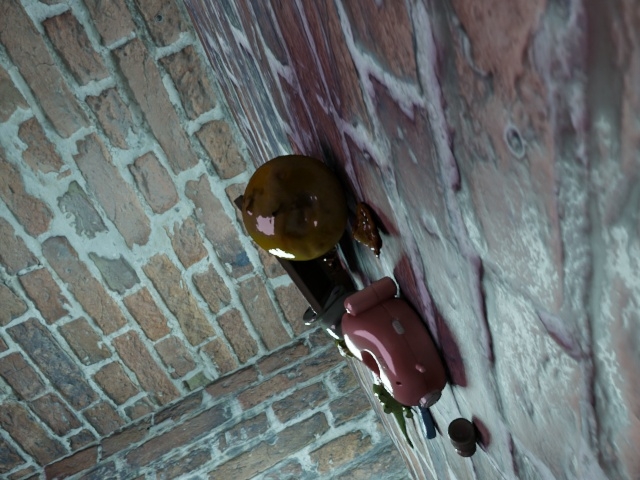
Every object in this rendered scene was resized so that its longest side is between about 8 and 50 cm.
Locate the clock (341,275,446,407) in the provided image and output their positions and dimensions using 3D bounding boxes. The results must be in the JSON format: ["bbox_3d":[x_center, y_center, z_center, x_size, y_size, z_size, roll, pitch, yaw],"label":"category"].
[{"bbox_3d":[0.151,0.232,1.234,0.241,0.142,0.227,55,170,34],"label":"clock"}]

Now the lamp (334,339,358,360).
[{"bbox_3d":[0.110,0.280,1.745,0.156,0.135,0.157,61,175,30],"label":"lamp"}]

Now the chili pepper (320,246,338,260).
[{"bbox_3d":[0.000,0.000,1.835,0.073,0.070,0.123,31,-161,-46],"label":"chili pepper"}]

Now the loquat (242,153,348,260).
[{"bbox_3d":[-0.053,-0.071,1.301,0.243,0.244,0.244,62,174,13],"label":"loquat"}]

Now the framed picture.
[{"bbox_3d":[-0.075,0.019,1.602,0.326,0.028,0.446,55,-173,1],"label":"framed picture"}]

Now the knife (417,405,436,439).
[{"bbox_3d":[0.258,0.416,1.609,0.058,0.032,0.244,-108,-2,-75],"label":"knife"}]

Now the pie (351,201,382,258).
[{"bbox_3d":[0.089,-0.027,1.165,0.191,0.033,0.088,-132,32,-73],"label":"pie"}]

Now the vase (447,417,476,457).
[{"bbox_3d":[0.279,0.388,1.194,0.053,0.053,0.100,59,176,40],"label":"vase"}]

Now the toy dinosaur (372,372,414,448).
[{"bbox_3d":[0.226,0.503,2.011,0.301,0.087,0.446,59,-174,-83],"label":"toy dinosaur"}]

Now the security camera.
[{"bbox_3d":[0.047,0.200,1.712,0.080,0.157,0.301,48,165,-14],"label":"security camera"}]

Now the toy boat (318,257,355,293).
[{"bbox_3d":[0.053,0.146,1.897,0.321,0.089,0.121,65,168,3],"label":"toy boat"}]

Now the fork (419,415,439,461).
[{"bbox_3d":[0.298,0.530,1.759,0.235,0.021,0.039,63,178,-4],"label":"fork"}]
